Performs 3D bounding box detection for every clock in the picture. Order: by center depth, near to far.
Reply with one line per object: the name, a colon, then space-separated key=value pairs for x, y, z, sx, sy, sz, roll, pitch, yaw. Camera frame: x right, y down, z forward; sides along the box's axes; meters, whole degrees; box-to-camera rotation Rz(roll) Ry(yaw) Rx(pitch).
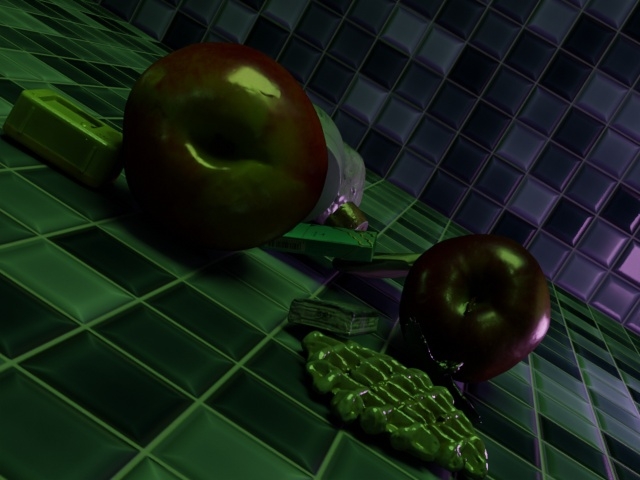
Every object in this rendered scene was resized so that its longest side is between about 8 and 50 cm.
clock: x=-0.451 y=-0.185 z=1.605 sx=0.202 sy=0.096 sz=0.143 roll=32 pitch=10 yaw=-1

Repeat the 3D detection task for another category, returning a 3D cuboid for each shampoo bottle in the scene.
shampoo bottle: x=-0.077 y=-0.188 z=2.081 sx=0.273 sy=0.273 sz=0.266 roll=27 pitch=19 yaw=-18

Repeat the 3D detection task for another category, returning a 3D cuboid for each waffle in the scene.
waffle: x=0.110 y=0.239 z=1.346 sx=0.309 sy=0.056 sz=0.292 roll=25 pitch=14 yaw=-18

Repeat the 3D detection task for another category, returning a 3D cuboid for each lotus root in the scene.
lotus root: x=0.061 y=-0.037 z=2.183 sx=0.081 sy=0.112 sz=0.122 roll=40 pitch=13 yaw=14

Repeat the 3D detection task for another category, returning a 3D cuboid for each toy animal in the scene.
toy animal: x=0.196 y=0.222 z=1.505 sx=0.220 sy=0.062 sz=0.108 roll=57 pitch=-21 yaw=-11

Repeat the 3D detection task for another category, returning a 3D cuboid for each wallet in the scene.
wallet: x=0.186 y=0.047 z=1.977 sx=0.275 sy=0.068 sz=0.335 roll=-7 pitch=-5 yaw=25

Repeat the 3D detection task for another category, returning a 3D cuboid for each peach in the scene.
peach: x=-0.174 y=-0.164 z=1.581 sx=0.388 sy=0.388 sz=0.388 roll=29 pitch=12 yaw=-7

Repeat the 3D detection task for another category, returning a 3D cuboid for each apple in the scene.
apple: x=0.295 y=0.128 z=1.702 sx=0.288 sy=0.288 sz=0.317 roll=35 pitch=-4 yaw=20

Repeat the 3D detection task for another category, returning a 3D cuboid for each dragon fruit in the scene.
dragon fruit: x=-0.008 y=-0.178 z=2.350 sx=0.283 sy=0.221 sz=0.204 roll=33 pitch=6 yaw=-4

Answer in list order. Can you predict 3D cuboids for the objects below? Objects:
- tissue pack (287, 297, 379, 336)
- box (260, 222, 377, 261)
tissue pack: x=0.024 y=0.127 z=1.494 sx=0.112 sy=0.051 sz=0.156 roll=10 pitch=-2 yaw=20
box: x=0.001 y=0.000 z=1.867 sx=0.229 sy=0.041 sz=0.162 roll=7 pitch=12 yaw=5
